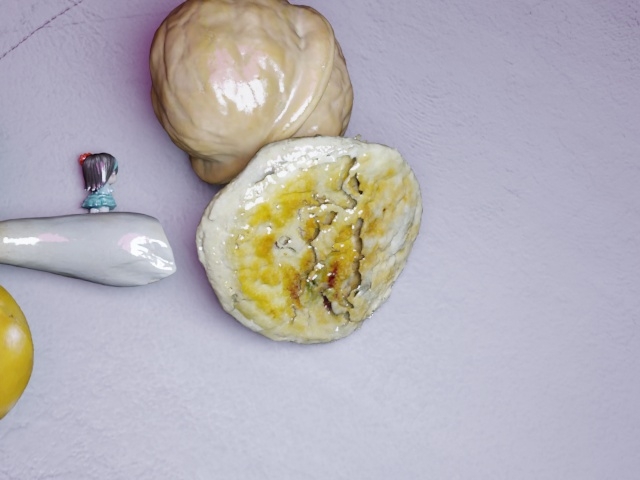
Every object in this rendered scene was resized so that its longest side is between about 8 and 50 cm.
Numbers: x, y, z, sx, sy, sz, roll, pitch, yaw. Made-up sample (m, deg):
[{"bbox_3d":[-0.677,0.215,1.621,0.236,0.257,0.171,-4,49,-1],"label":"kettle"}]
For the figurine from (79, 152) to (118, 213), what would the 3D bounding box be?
[{"bbox_3d":[-0.321,-0.076,1.141,0.060,0.047,0.106,-5,82,25],"label":"figurine"}]

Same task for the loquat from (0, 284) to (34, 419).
[{"bbox_3d":[-0.471,0.136,0.956,0.235,0.235,0.235,3,75,-10],"label":"loquat"}]

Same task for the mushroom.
[{"bbox_3d":[-0.335,0.011,1.071,0.270,0.118,0.103,1,90,-16],"label":"mushroom"}]

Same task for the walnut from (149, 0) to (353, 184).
[{"bbox_3d":[-0.096,-0.208,1.103,0.296,0.285,0.285,29,68,-37],"label":"walnut"}]

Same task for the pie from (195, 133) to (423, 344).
[{"bbox_3d":[0.000,0.000,1.071,0.339,0.339,0.077,-26,38,-16],"label":"pie"}]
